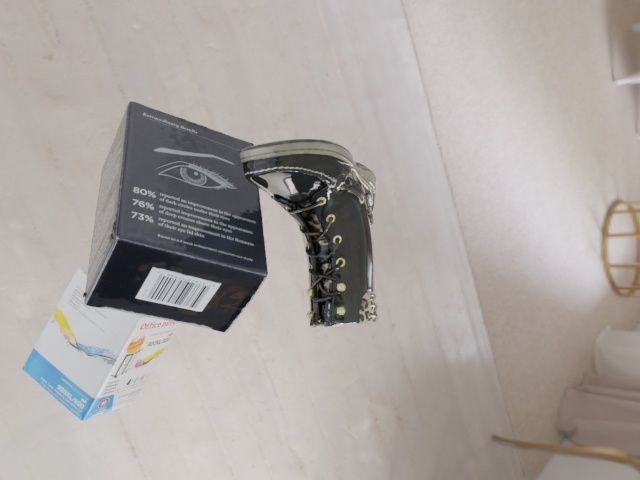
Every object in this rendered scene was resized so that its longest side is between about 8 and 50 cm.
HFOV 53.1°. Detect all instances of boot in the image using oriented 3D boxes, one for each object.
[{"bbox_3d":[0.002,0.000,0.665,0.236,0.085,0.178,14,72,-63],"label":"boot"}]

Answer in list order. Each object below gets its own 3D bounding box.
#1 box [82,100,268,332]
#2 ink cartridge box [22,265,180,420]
[{"bbox_3d":[-0.152,-0.026,0.681,0.153,0.108,0.207,17,42,-26],"label":"box"},{"bbox_3d":[-0.407,0.187,1.233,0.232,0.168,0.171,-59,163,9],"label":"ink cartridge box"}]
